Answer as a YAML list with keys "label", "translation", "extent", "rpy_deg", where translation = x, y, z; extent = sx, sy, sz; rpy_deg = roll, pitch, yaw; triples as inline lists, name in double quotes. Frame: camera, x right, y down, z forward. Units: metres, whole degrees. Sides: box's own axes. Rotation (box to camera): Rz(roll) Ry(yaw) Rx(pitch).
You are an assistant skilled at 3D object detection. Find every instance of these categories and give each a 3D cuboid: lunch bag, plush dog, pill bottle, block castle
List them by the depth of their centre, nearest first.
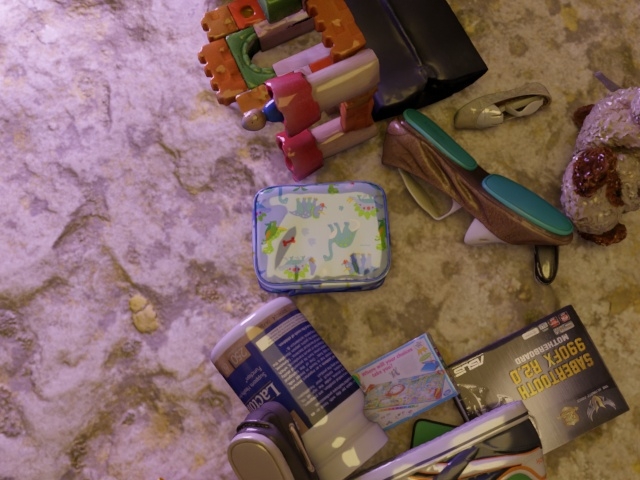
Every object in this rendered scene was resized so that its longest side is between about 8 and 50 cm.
- label: "pill bottle"
  translation: [-0.029, 0.227, 1.248]
  extent: [0.153, 0.153, 0.264]
  rpy_deg: [-38, 80, -8]
- label: "block castle"
  translation: [-0.093, -0.335, 1.297]
  extent: [0.213, 0.303, 0.453]
  rpy_deg: [-25, 78, -4]
- label: "plush dog"
  translation: [0.451, -0.115, 1.311]
  extent: [0.211, 0.262, 0.225]
  rpy_deg: [19, 65, 38]
- label: "lunch bag"
  translation: [0.000, 0.000, 1.330]
  extent: [0.219, 0.090, 0.176]
  rpy_deg: [-3, 77, -1]

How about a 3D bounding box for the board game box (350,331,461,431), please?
- label: "board game box"
  translation: [0.122, 0.221, 1.285]
  extent: [0.154, 0.026, 0.103]
  rpy_deg: [-30, 79, 17]

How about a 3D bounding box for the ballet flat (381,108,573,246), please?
- label: "ballet flat"
  translation: [0.232, -0.070, 1.335]
  extent: [0.342, 0.116, 0.124]
  rpy_deg: [37, 121, 14]

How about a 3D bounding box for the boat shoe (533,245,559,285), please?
- label: "boat shoe"
  translation: [0.362, 0.009, 1.355]
  extent: [0.046, 0.038, 0.125]
  rpy_deg: [6, 78, 1]

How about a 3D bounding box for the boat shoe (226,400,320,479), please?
- label: "boat shoe"
  translation: [-0.024, 0.376, 1.170]
  extent: [0.112, 0.095, 0.335]
  rpy_deg: [-10, 113, 28]

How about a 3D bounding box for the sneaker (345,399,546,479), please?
- label: "sneaker"
  translation: [0.165, 0.347, 1.195]
  extent: [0.321, 0.126, 0.127]
  rpy_deg: [-26, 79, 9]

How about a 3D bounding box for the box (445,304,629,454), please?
- label: "box"
  translation: [0.325, 0.230, 1.297]
  extent: [0.231, 0.056, 0.183]
  rpy_deg: [-25, 78, -5]

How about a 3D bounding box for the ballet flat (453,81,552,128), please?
- label: "ballet flat"
  translation: [0.304, -0.219, 1.391]
  extent: [0.168, 0.057, 0.052]
  rpy_deg: [-22, 43, -5]

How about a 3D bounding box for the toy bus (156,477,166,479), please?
- label: "toy bus"
  translation: [-0.221, 0.415, 1.190]
  extent: [0.211, 0.149, 0.220]
  rpy_deg: [34, 108, 14]

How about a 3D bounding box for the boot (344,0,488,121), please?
- label: "boot"
  translation: [0.161, -0.458, 1.401]
  extent: [0.367, 0.146, 0.445]
  rpy_deg: [-25, 76, 3]

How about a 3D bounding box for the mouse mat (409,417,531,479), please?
- label: "mouse mat"
  translation: [0.221, 0.357, 1.254]
  extent: [0.190, 0.007, 0.152]
  rpy_deg: [9, 91, 18]
